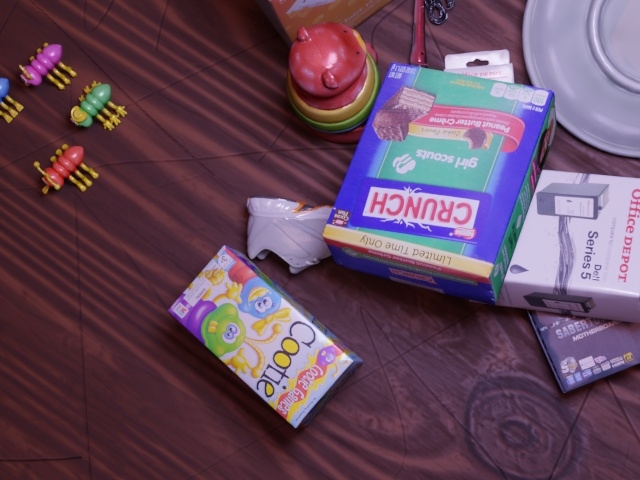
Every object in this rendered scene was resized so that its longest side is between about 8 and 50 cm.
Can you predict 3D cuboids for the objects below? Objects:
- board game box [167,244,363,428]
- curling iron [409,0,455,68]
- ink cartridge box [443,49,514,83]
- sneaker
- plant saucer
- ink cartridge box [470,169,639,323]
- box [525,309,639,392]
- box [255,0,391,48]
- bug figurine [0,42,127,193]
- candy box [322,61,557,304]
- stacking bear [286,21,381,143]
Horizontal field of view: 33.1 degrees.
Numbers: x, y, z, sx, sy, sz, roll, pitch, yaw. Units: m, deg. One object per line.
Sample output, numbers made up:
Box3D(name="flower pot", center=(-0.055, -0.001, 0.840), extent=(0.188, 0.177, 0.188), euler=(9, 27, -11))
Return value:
Box3D(name="board game box", center=(-0.085, 0.155, 1.730), extent=(0.275, 0.142, 0.144), euler=(41, 90, 11))
Box3D(name="curling iron", center=(0.178, -0.302, 1.804), extent=(0.068, 0.035, 0.274), euler=(7, 84, 9))
Box3D(name="ink cartridge box", center=(0.262, -0.221, 1.766), extent=(0.115, 0.067, 0.198), euler=(-4, 82, 8))
Box3D(name="sneaker", center=(0.000, 0.000, 1.772), extent=(0.262, 0.099, 0.121), euler=(8, 92, 17))
Box3D(name="plant saucer", center=(0.523, -0.333, 1.698), extent=(0.400, 0.100, 0.401), euler=(0, 91, 5))
Box3D(name="ink cartridge box", center=(0.370, 0.003, 1.650), extent=(0.272, 0.115, 0.199), euler=(6, 66, 21))
Box3D(name="box", center=(0.452, 0.115, 1.702), extent=(0.232, 0.059, 0.184), euler=(-22, 79, 5))
Box3D(name="box", center=(-0.014, -0.443, 1.692), extent=(0.215, 0.345, 0.168), euler=(-37, 79, 3))
Box3D(name="bug figurine", center=(-0.479, -0.224, 1.870), extent=(0.279, 0.072, 0.216), euler=(40, 90, 11))
Box3D(name="candy box", center=(0.183, -0.091, 1.624), extent=(0.268, 0.122, 0.317), euler=(14, 71, 23))
Box3D(name="stacking bear", center=(0.021, -0.257, 1.692), extent=(0.164, 0.289, 0.175), euler=(-24, 80, 4))
